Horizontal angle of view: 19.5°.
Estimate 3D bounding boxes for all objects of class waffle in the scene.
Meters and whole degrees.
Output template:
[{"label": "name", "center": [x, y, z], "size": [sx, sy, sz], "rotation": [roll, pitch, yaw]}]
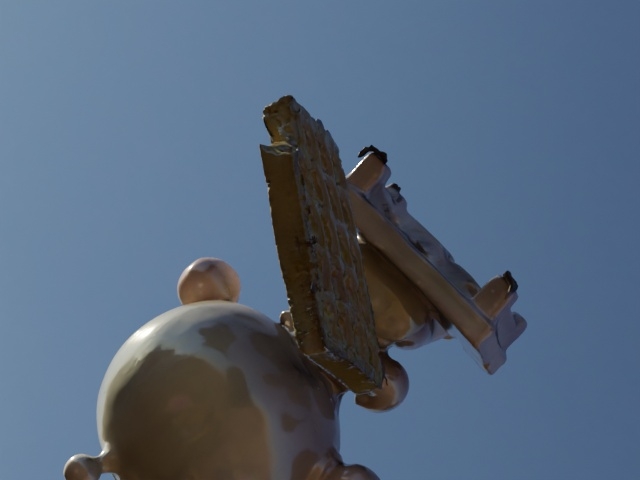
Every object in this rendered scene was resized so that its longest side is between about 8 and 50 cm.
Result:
[{"label": "waffle", "center": [0.000, 0.000, 0.874], "size": [0.021, 0.092, 0.135], "rotation": [-18, -112, 15]}]

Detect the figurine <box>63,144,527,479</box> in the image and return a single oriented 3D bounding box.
[{"label": "figurine", "center": [-0.019, 0.078, 1.043], "size": [0.182, 0.257, 0.144], "rotation": [51, -7, 5]}]
